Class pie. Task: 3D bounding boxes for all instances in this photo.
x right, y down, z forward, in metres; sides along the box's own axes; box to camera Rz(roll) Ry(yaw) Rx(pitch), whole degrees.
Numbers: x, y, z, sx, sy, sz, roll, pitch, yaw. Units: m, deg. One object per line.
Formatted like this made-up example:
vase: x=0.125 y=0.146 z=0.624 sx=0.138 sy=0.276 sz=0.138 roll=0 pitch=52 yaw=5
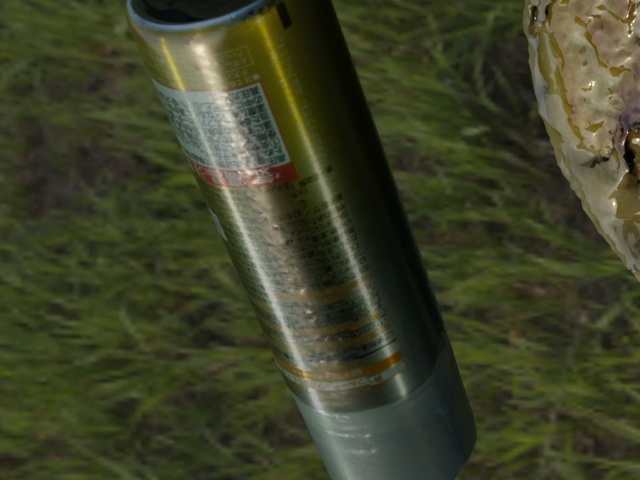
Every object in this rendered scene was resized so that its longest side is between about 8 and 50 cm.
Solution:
pie: x=0.243 y=-0.087 z=0.959 sx=0.339 sy=0.077 sz=0.339 roll=31 pitch=141 yaw=28

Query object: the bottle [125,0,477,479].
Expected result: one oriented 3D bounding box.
bottle: x=0.000 y=0.000 z=0.764 sx=0.082 sy=0.082 sz=0.286 roll=27 pitch=148 yaw=45
